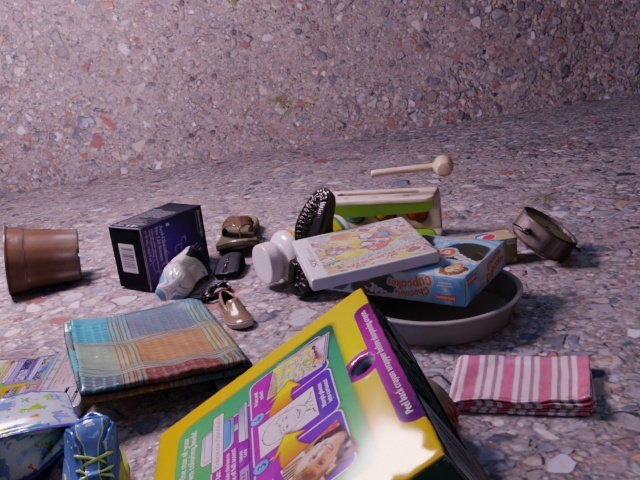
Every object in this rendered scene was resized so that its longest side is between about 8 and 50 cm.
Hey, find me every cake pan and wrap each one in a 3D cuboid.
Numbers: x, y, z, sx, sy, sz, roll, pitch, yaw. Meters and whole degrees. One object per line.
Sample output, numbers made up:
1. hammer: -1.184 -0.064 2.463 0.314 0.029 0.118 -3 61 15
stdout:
1. cake pan: 0.214 0.111 1.310 0.293 0.054 0.293 -7 17 2

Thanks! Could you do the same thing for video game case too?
1. video game case: -0.475 0.246 1.221 0.193 0.023 0.212 -8 18 -2
2. video game case: 0.074 0.019 1.325 0.227 0.026 0.206 -12 21 -8

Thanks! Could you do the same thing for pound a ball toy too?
1. pound a ball toy: 0.166 -0.096 1.728 0.319 0.208 0.136 -2 18 18

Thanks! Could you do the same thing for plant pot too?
1. plant pot: -0.660 0.042 1.740 0.165 0.167 0.167 -5 16 -18

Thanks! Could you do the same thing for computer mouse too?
1. computer mouse: -0.218 0.075 1.626 0.071 0.041 0.242 -4 18 7

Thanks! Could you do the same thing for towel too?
1. towel: -0.294 0.178 1.259 0.271 0.040 0.370 -9 12 -21
2. towel: 0.286 0.200 1.043 0.197 0.029 0.144 -2 18 17

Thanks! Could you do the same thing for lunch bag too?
1. lunch bag: -0.410 0.269 1.002 0.151 0.096 0.129 -25 23 -21

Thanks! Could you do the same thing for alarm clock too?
1. alarm clock: 0.446 -0.013 1.490 0.192 0.064 0.129 11 30 -46

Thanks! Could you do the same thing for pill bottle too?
1. pill bottle: -0.037 0.024 1.584 0.208 0.118 0.117 -17 20 -30

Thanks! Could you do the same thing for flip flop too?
1. flip flop: -0.211 -0.033 1.896 0.112 0.080 0.277 -6 17 4

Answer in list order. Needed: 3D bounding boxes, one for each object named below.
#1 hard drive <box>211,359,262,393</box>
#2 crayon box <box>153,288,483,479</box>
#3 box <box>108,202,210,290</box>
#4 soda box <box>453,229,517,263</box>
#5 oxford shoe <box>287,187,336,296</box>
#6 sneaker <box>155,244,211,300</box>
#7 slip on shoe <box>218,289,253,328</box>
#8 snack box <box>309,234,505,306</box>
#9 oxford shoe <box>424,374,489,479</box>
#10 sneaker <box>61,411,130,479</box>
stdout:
1. hard drive: -0.098 0.220 1.148 0.135 0.022 0.094 -14 19 -18
2. crayon box: -0.025 0.234 0.725 0.313 0.106 0.363 -38 17 5
3. box: -0.373 0.010 1.709 0.108 0.153 0.207 5 22 34
4. soda box: 0.318 0.024 1.537 0.181 0.058 0.061 -8 18 -3
5. oxford shoe: 0.000 0.000 1.474 0.096 0.227 0.083 -3 26 -37
6. sneaker: -0.304 0.072 1.615 0.086 0.085 0.237 -31 7 12
7. slip on shoe: -0.168 0.133 1.417 0.051 0.041 0.135 -13 18 -17
8. snack box: 0.157 0.044 1.353 0.322 0.060 0.187 5 23 34
9. oxford shoe: 0.126 0.222 0.894 0.130 0.123 0.348 -8 18 -19
10. sneaker: -0.273 0.284 0.846 0.091 0.126 0.240 -12 17 -12
